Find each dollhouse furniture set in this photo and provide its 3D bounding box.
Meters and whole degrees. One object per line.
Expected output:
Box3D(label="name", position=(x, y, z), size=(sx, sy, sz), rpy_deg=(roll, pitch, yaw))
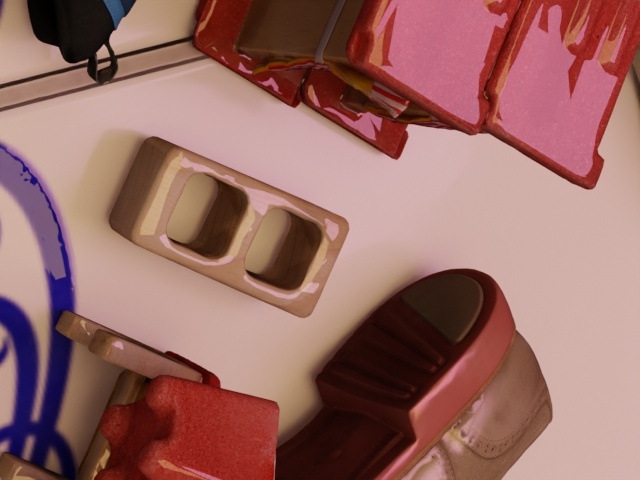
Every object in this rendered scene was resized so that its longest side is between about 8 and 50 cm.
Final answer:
Box3D(label="dollhouse furniture set", position=(0.000, 0.000, 0.927), size=(0.152, 0.201, 0.374), rpy_deg=(24, 88, -29))

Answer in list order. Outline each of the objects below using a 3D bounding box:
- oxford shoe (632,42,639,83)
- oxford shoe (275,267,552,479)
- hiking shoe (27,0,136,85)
Box3D(label="oxford shoe", position=(0.234, -0.198, 1.032), size=(0.130, 0.169, 0.449), rpy_deg=(-33, 120, -15))
Box3D(label="oxford shoe", position=(0.009, 0.179, 1.015), size=(0.348, 0.123, 0.130), rpy_deg=(-45, 121, -12))
Box3D(label="hiking shoe", position=(-0.199, -0.186, 0.840), size=(0.304, 0.113, 0.132), rpy_deg=(24, 96, -24))
